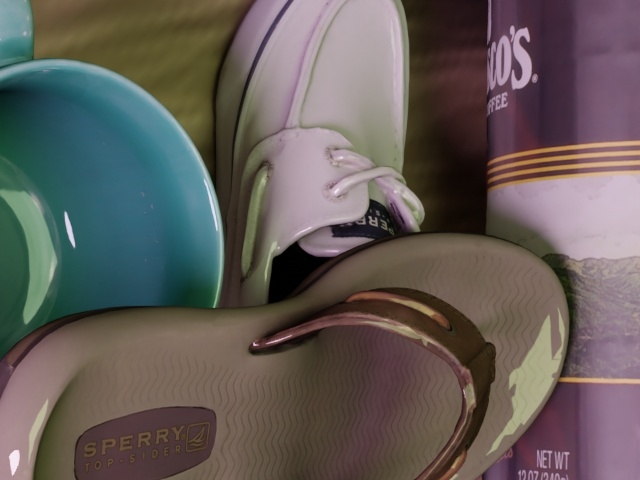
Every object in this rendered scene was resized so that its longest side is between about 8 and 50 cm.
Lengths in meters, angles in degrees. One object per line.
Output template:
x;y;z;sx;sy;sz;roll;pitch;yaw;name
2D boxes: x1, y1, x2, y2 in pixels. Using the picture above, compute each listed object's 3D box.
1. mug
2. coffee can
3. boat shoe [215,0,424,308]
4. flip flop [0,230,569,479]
-0.111;-0.007;0.594;0.129;0.097;0.158;24;72;-34;mug
0.174;-0.010;0.753;0.201;0.201;0.275;5;84;-38;coffee can
0.000;0.000;0.687;0.096;0.088;0.267;27;71;-34;boat shoe
0.006;0.058;0.577;0.277;0.080;0.112;-5;97;-47;flip flop
